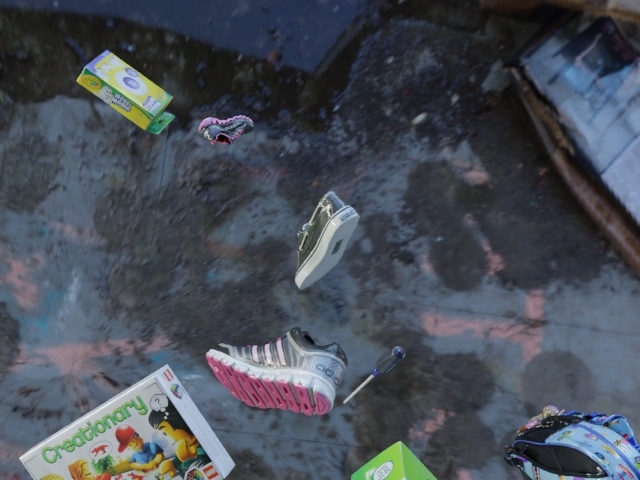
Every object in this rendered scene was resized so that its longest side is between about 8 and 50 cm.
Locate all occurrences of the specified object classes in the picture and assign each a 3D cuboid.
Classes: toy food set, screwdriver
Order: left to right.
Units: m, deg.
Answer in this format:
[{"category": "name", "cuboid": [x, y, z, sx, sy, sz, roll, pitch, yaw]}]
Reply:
[{"category": "screwdriver", "cuboid": [0.063, 0.182, 1.335, 0.024, 0.170, 0.025, 49, 46, 9]}, {"category": "toy food set", "cuboid": [0.385, 0.324, 1.830, 0.078, 0.122, 0.019, -36, 84, -25]}]

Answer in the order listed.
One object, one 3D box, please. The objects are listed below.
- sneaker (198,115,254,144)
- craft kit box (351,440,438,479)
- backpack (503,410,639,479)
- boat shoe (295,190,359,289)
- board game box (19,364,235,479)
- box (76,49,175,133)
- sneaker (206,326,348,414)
[{"category": "sneaker", "cuboid": [-0.174, -0.204, 1.951, 0.119, 0.047, 0.057, -11, 57, -37]}, {"category": "craft kit box", "cuboid": [0.120, 0.290, 0.682, 0.061, 0.247, 0.250, -40, 105, 9]}, {"category": "backpack", "cuboid": [0.300, 0.262, 1.088, 0.116, 0.173, 0.158, -24, 89, -21]}, {"category": "boat shoe", "cuboid": [0.000, 0.000, 1.757, 0.077, 0.219, 0.070, -24, 65, -39]}, {"category": "board game box", "cuboid": [-0.309, 0.350, 1.618, 0.305, 0.053, 0.193, -33, 93, 21]}, {"category": "box", "cuboid": [-0.357, -0.277, 1.923, 0.179, 0.105, 0.043, 37, 121, -7]}, {"category": "sneaker", "cuboid": [-0.039, 0.122, 1.013, 0.075, 0.170, 0.063, -50, 127, -33]}]
